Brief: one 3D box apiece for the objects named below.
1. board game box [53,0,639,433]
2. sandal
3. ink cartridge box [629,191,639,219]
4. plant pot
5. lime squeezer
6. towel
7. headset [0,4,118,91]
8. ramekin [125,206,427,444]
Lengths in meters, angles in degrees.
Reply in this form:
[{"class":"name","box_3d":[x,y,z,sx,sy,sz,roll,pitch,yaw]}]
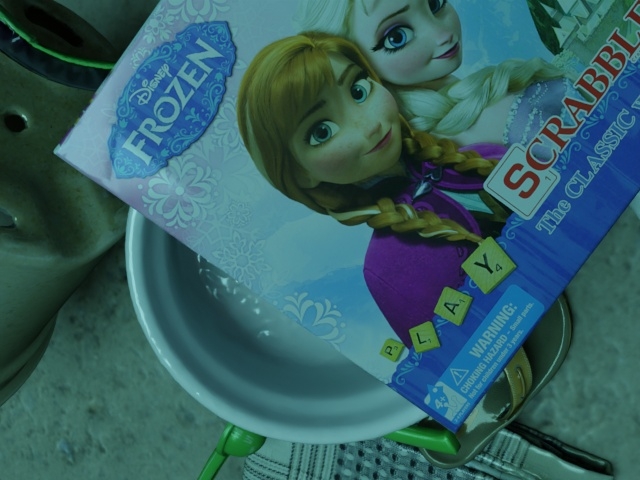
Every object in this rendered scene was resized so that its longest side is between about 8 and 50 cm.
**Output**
[{"class":"board game box","box_3d":[0.052,-0.093,0.710,0.318,0.066,0.318,35,95,-8]},{"class":"sandal","box_3d":[0.136,0.108,0.872,0.072,0.049,0.180,38,100,18]},{"class":"ink cartridge box","box_3d":[0.308,0.003,0.759,0.109,0.062,0.209,-37,87,32]},{"class":"plant pot","box_3d":[-0.299,-0.035,0.876,0.305,0.334,0.333,-30,90,46]},{"class":"lime squeezer","box_3d":[-0.035,0.169,0.944,0.310,0.059,0.110,-26,114,32]},{"class":"towel","box_3d":[0.066,0.269,0.980,0.312,0.056,0.324,22,114,21]},{"class":"headset","box_3d":[-0.086,-0.277,0.745,0.243,0.185,0.394,43,82,-21]},{"class":"ramekin","box_3d":[0.000,0.000,0.823,0.277,0.135,0.277,-1,98,-4]}]
